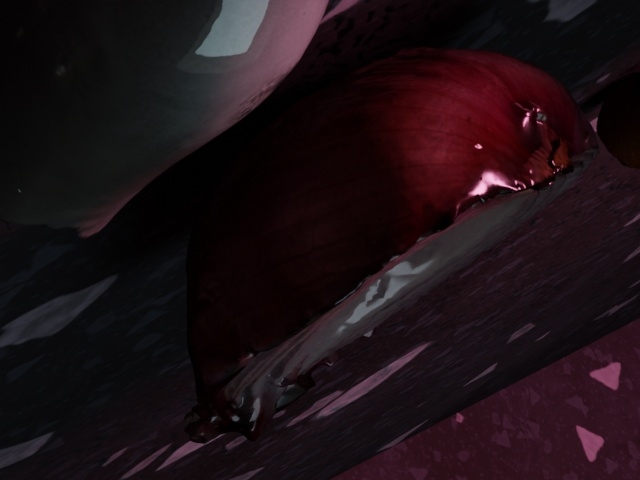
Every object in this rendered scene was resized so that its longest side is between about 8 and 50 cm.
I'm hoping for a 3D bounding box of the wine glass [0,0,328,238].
[{"bbox_3d":[-0.039,-0.084,0.565,0.103,0.103,0.222,-21,164,-45],"label":"wine glass"}]

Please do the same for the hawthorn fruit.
[{"bbox_3d":[0.239,-0.090,1.413,0.077,0.077,0.077,-31,169,-7],"label":"hawthorn fruit"}]

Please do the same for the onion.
[{"bbox_3d":[0.000,0.000,0.992,0.283,0.120,0.227,-42,167,30],"label":"onion"}]
